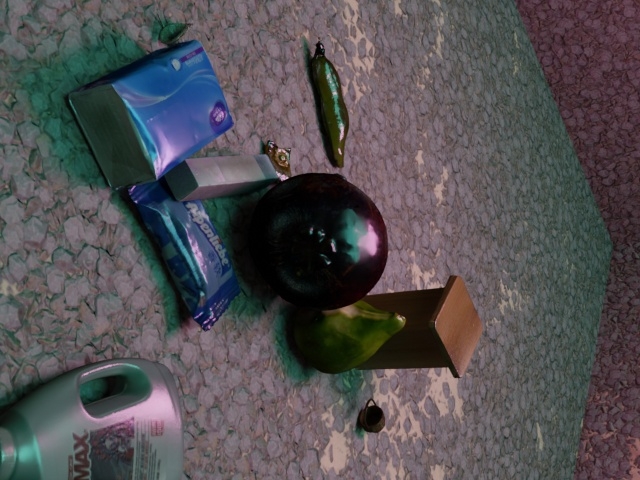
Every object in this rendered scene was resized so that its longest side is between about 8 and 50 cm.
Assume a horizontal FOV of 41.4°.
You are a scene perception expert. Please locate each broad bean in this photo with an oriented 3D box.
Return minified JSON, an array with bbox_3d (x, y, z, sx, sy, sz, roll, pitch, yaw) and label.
[{"bbox_3d":[0.030,-0.357,2.200,0.077,0.061,0.339,-20,99,-48],"label":"broad bean"}]

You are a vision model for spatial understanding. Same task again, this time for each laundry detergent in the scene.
[{"bbox_3d":[-0.405,0.322,1.384,0.398,0.125,0.264,12,75,-52],"label":"laundry detergent"}]

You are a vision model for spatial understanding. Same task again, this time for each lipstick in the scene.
[{"bbox_3d":[-0.199,-0.134,1.770,0.068,0.066,0.317,62,26,6],"label":"lipstick"}]

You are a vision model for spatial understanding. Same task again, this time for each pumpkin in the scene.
[{"bbox_3d":[-0.104,-0.180,1.999,0.073,0.035,0.101,11,77,-42],"label":"pumpkin"}]

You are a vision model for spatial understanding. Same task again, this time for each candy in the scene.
[{"bbox_3d":[-0.264,0.003,1.694,0.331,0.077,0.187,67,29,-17],"label":"candy"}]

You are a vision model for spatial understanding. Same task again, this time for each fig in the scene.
[{"bbox_3d":[0.080,0.210,1.965,0.206,0.275,0.206,16,70,-55],"label":"fig"}]

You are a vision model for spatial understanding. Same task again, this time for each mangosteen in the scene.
[{"bbox_3d":[-0.002,0.002,1.876,0.330,0.330,0.330,16,70,-53],"label":"mangosteen"}]

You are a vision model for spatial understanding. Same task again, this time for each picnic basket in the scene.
[{"bbox_3d":[0.127,0.446,2.162,0.083,0.072,0.072,67,35,-41],"label":"picnic basket"},{"bbox_3d":[-0.296,-0.434,1.748,0.083,0.065,0.083,-55,144,-39],"label":"picnic basket"}]

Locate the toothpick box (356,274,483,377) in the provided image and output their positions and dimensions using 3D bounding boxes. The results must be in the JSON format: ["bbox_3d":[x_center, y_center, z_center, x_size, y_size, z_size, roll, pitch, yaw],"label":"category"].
[{"bbox_3d":[0.216,0.223,2.128,0.187,0.308,0.190,60,41,-28],"label":"toothpick box"}]

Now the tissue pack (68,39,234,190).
[{"bbox_3d":[-0.312,-0.245,1.610,0.263,0.146,0.198,-46,121,-49],"label":"tissue pack"}]
